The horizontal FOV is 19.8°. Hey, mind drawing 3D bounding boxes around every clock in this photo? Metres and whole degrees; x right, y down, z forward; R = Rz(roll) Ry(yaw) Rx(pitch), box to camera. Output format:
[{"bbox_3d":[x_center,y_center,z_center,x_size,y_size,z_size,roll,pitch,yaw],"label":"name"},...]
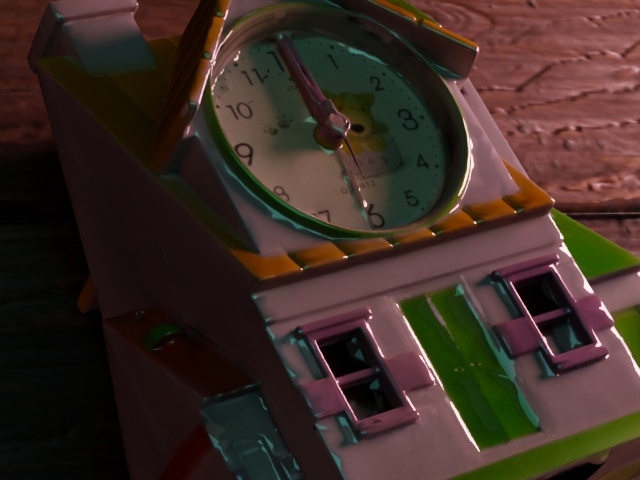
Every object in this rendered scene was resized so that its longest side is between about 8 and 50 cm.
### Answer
[{"bbox_3d":[0.000,0.000,0.824,0.235,0.166,0.309,-15,64,-33],"label":"clock"}]
